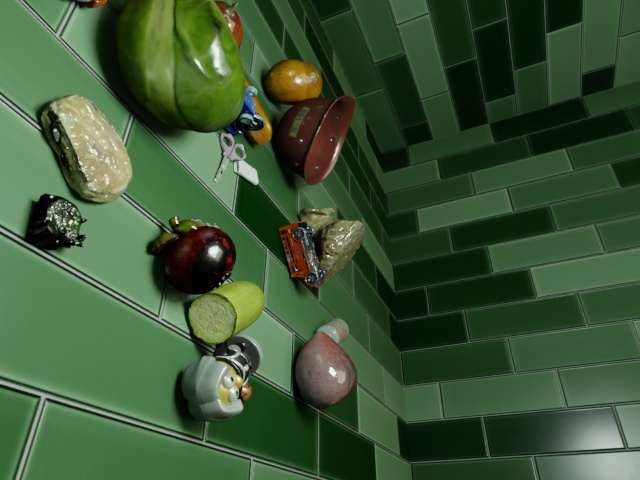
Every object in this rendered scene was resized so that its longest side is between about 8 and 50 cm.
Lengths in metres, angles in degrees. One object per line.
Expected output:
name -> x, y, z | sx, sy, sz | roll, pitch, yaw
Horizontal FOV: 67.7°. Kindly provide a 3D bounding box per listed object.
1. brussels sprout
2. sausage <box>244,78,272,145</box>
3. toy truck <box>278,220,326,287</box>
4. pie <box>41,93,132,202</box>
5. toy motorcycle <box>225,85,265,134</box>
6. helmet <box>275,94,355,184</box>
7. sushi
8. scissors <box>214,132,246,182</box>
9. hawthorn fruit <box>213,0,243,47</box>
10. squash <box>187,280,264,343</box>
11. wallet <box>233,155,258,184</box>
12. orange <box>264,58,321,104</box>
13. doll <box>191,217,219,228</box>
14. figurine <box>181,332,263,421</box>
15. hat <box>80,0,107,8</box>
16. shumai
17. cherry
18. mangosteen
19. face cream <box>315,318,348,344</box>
brussels sprout -> -0.327, -0.443, 1.155 | 0.315, 0.276, 0.370 | -55, 128, -69
sausage -> -0.251, -0.448, 1.632 | 0.105, 0.106, 0.274 | -82, 151, -45
toy truck -> -0.068, 0.058, 1.785 | 0.107, 0.114, 0.252 | -17, 92, -71
pie -> -0.456, -0.186, 0.968 | 0.217, 0.052, 0.185 | 71, 22, -10
toy motorcycle -> -0.283, -0.415, 1.453 | 0.315, 0.169, 0.113 | 56, 36, -67
helmet -> -0.050, -0.433, 1.915 | 0.384, 0.230, 0.337 | -64, 163, -3
sushi -> -0.463, -0.029, 0.847 | 0.085, 0.056, 0.083 | 39, 34, -58
scissors -> -0.292, -0.252, 1.488 | 0.110, 0.021, 0.212 | 43, 38, -29
hawthorn fruit -> -0.304, -0.594, 1.369 | 0.200, 0.251, 0.199 | 17, 61, -33
squash -> -0.228, 0.173, 1.252 | 0.247, 0.133, 0.132 | -20, 97, -74
wallet -> -0.250, -0.234, 1.604 | 0.122, 0.025, 0.061 | 33, 49, -62
orange -> -0.110, -0.645, 1.946 | 0.240, 0.241, 0.171 | -22, 116, -70
doll -> -0.313, -0.035, 1.298 | 0.125, 0.027, 0.037 | 26, 61, -66
figurine -> -0.230, 0.335, 1.140 | 0.236, 0.133, 0.175 | -43, 115, -72
hat -> -0.529, -0.542, 0.982 | 0.162, 0.094, 0.112 | -35, 101, -50
shumai -> 0.000, 0.000, 1.953 | 0.263, 0.313, 0.267 | 35, 10, 20
cherry -> 0.007, 0.451, 1.636 | 0.239, 0.206, 0.239 | 39, 13, -10
mangosteen -> -0.297, 0.030, 1.125 | 0.200, 0.200, 0.199 | -13, 90, -71
face cream -> 0.031, 0.378, 1.868 | 0.252, 0.101, 0.101 | -9, 86, -70
